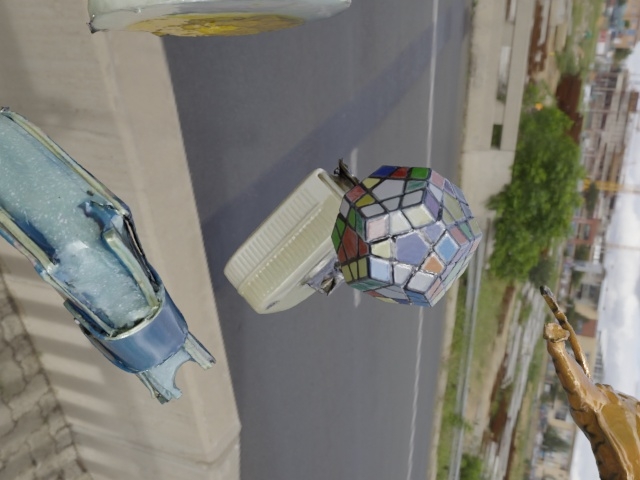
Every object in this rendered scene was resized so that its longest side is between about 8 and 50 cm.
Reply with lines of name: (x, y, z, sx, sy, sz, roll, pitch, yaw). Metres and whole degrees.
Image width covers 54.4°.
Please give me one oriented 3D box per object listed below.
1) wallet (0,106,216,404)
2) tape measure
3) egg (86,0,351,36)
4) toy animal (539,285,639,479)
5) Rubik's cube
wallet: (-0.146, 0.023, 0.402, 0.059, 0.141, 0.202, -44, 152, -22)
tape measure: (0.000, 0.000, 1.015, 0.271, 0.133, 0.231, -48, 165, 13)
egg: (-0.137, -0.368, 0.781, 0.337, 0.338, 0.200, -37, 123, -62)
toy animal: (0.251, 0.155, 0.539, 0.116, 0.114, 0.255, 92, -8, -59)
Rubik's cube: (0.063, -0.003, 0.466, 0.093, 0.111, 0.111, 64, 37, -34)
